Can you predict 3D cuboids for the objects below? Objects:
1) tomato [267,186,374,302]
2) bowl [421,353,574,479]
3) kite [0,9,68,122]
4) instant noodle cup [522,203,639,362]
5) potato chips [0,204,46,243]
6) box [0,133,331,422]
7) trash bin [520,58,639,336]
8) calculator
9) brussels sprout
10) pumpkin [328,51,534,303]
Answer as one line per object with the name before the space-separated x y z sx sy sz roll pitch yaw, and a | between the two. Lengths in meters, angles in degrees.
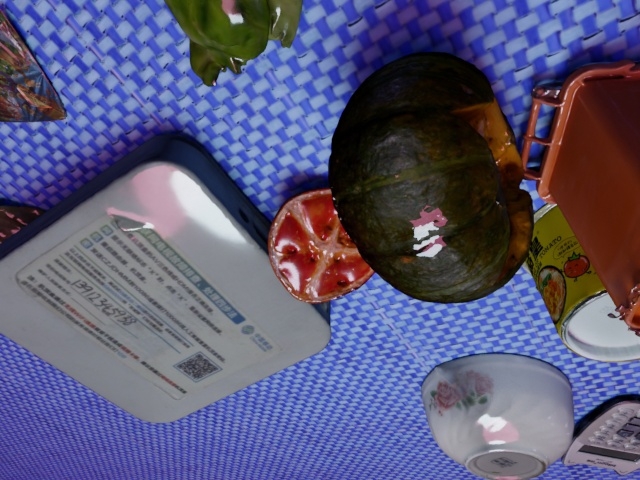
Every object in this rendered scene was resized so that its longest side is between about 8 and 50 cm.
tomato | 0.000 0.000 0.589 0.155 0.069 0.156 -3 103 -15
bowl | 0.325 0.342 0.812 0.276 0.145 0.277 4 135 4
kite | -0.379 -0.195 0.530 0.160 0.010 0.183 32 133 -23
instant noodle cup | 0.344 0.047 0.529 0.182 0.144 0.182 5 133 6
potato chips | -0.545 0.090 0.765 0.388 0.097 0.373 9 131 -6
box | -0.228 0.091 0.662 0.396 0.111 0.396 -28 124 15
trash bin | 0.288 -0.046 0.388 0.184 0.239 0.161 3 133 12
calculator | 0.594 0.380 0.864 0.176 0.040 0.268 10 133 1
brussels sprout | -0.088 -0.236 0.386 0.139 0.101 0.181 23 147 16
pumpkin | 0.104 -0.055 0.425 0.159 0.238 0.238 -16 128 30
